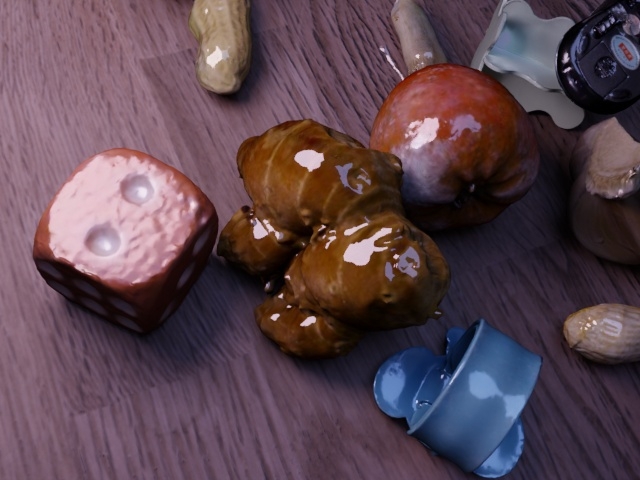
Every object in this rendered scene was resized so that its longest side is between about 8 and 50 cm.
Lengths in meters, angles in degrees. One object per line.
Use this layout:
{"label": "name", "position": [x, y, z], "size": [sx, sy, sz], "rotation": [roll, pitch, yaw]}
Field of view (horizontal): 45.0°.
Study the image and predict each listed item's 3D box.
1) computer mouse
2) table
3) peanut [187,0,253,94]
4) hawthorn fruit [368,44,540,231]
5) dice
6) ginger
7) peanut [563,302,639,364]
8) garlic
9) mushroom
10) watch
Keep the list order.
{"label": "computer mouse", "position": [0.424, -0.271, 1.105], "size": [0.233, 0.096, 0.137], "rotation": [-36, 101, -15]}
{"label": "table", "position": [0.349, -0.272, 1.210], "size": [0.198, 0.166, 0.166], "rotation": [21, 64, -1]}
{"label": "peanut", "position": [-0.152, -0.317, 1.191], "size": [0.099, 0.090, 0.214], "rotation": [3, 63, -20]}
{"label": "hawthorn fruit", "position": [0.191, -0.137, 1.085], "size": [0.235, 0.231, 0.263], "rotation": [46, 54, -30]}
{"label": "dice", "position": [-0.246, 0.003, 0.982], "size": [0.175, 0.174, 0.179], "rotation": [31, 64, 5]}
{"label": "ginger", "position": [-0.002, -0.011, 1.005], "size": [0.152, 0.274, 0.357], "rotation": [-9, 66, -50]}
{"label": "peanut", "position": [0.441, 0.132, 1.074], "size": [0.207, 0.087, 0.087], "rotation": [4, 65, -8]}
{"label": "garlic", "position": [0.471, -0.069, 1.101], "size": [0.292, 0.237, 0.210], "rotation": [33, 69, -37]}
{"label": "mushroom", "position": [0.162, -0.321, 1.257], "size": [0.084, 0.071, 0.209], "rotation": [-5, 63, -17]}
{"label": "watch", "position": [0.187, 0.183, 0.952], "size": [0.211, 0.193, 0.210], "rotation": [3, 67, -8]}
